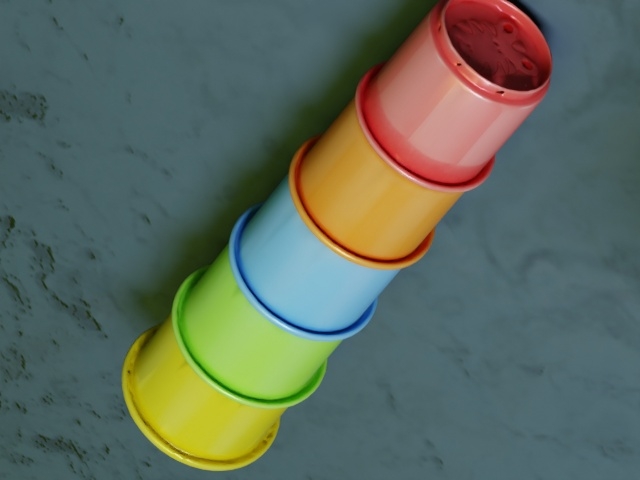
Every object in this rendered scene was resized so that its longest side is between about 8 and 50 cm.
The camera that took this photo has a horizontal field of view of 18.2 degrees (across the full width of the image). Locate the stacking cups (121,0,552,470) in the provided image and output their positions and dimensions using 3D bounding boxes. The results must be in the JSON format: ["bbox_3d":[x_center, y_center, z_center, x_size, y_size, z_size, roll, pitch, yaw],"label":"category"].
[{"bbox_3d":[0.000,0.000,0.979,0.096,0.096,0.316,38,137,0],"label":"stacking cups"}]
